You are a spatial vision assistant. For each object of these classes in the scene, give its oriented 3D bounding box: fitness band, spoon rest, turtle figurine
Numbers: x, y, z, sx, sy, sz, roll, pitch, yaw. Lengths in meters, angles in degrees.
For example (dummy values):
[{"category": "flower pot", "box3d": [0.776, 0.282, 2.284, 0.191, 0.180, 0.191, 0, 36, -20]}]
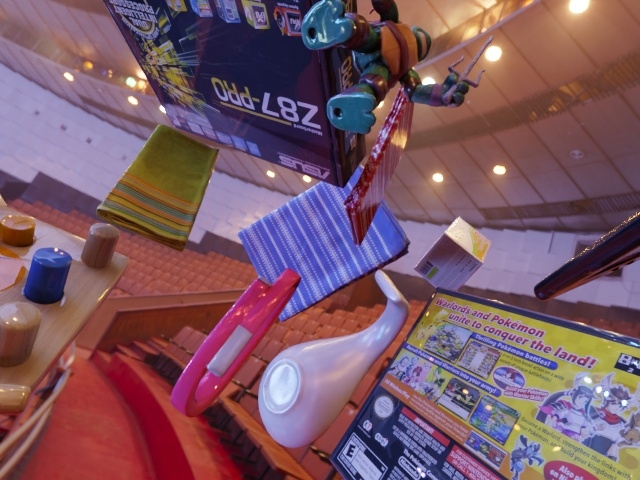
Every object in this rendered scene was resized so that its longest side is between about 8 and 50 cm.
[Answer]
[{"category": "fitness band", "box3d": [-0.136, 0.164, 0.687, 0.054, 0.291, 0.209, 36, -26, 6]}, {"category": "spoon rest", "box3d": [0.017, 0.164, 0.546, 0.084, 0.276, 0.137, 31, 19, -41]}, {"category": "turtle figurine", "box3d": [0.084, -0.206, 0.432, 0.118, 0.234, 0.175, -24, -78, 51]}]

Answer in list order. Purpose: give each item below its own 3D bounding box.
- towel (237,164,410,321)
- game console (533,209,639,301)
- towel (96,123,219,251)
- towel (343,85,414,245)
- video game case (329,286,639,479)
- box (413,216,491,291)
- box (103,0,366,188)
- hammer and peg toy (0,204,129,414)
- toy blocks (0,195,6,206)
[{"category": "towel", "box3d": [0.000, 0.000, 0.901, 0.243, 0.335, 0.040, 61, 7, 14]}, {"category": "game console", "box3d": [0.494, -0.039, 0.521, 0.060, 0.341, 0.387, 61, -5, 23]}, {"category": "towel", "box3d": [-0.203, -0.085, 0.544, 0.102, 0.237, 0.021, 27, -56, -21]}, {"category": "towel", "box3d": [0.114, -0.139, 0.755, 0.031, 0.275, 0.199, 22, -12, 15]}, {"category": "video game case", "box3d": [0.146, 0.175, 0.377, 0.035, 0.248, 0.274, 40, -12, -22]}, {"category": "box", "box3d": [0.315, 0.033, 0.947, 0.103, 0.114, 0.203, 41, 27, 13]}, {"category": "box", "box3d": [-0.127, -0.269, 0.611, 0.394, 0.097, 0.318, 24, -24, 21]}, {"category": "hammer and peg toy", "box3d": [-0.373, 0.065, 0.396, 0.265, 0.128, 0.361, 25, 22, -15]}, {"category": "toy blocks", "box3d": [-0.856, -0.113, 0.811, 0.261, 0.191, 0.381, 43, 24, 24]}]
